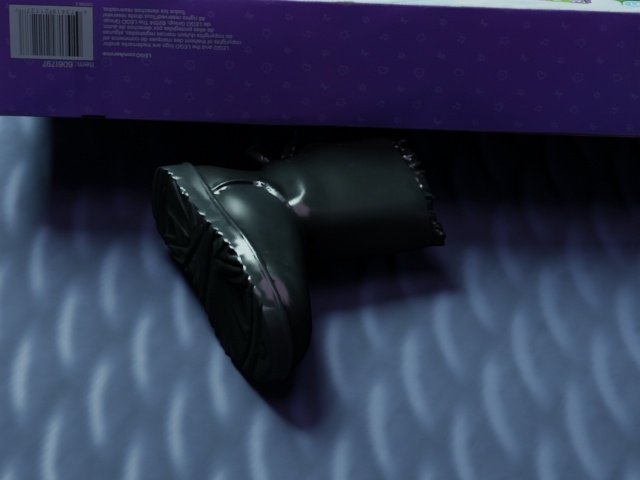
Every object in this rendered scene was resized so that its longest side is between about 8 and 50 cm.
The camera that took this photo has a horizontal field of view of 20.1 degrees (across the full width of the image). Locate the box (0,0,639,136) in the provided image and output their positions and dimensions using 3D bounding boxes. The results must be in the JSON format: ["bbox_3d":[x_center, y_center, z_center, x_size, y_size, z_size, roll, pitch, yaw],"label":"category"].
[{"bbox_3d":[0.016,-0.108,0.789,0.293,0.057,0.201,2,25,-1],"label":"box"}]

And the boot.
[{"bbox_3d":[0.000,0.001,0.680,0.099,0.045,0.121,-9,38,-23],"label":"boot"}]
